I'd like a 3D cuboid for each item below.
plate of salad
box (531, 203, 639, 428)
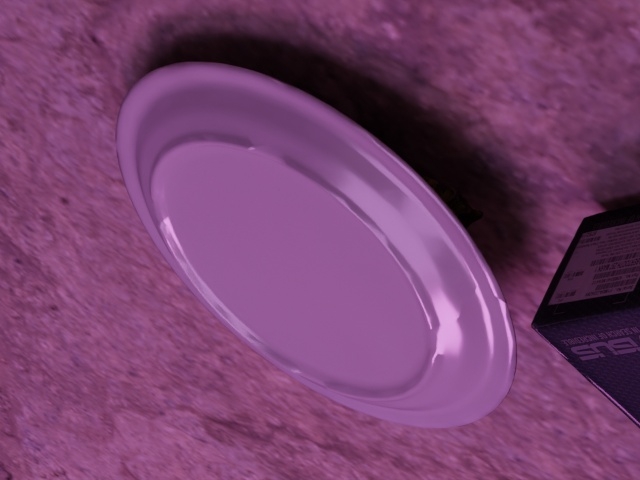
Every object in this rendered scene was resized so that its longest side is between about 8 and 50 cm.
[{"bbox_3d":[0.000,0.000,0.794,0.200,0.048,0.200,28,147,21],"label":"plate of salad"},{"bbox_3d":[0.212,0.050,0.645,0.183,0.059,0.233,41,152,-23],"label":"box"}]
